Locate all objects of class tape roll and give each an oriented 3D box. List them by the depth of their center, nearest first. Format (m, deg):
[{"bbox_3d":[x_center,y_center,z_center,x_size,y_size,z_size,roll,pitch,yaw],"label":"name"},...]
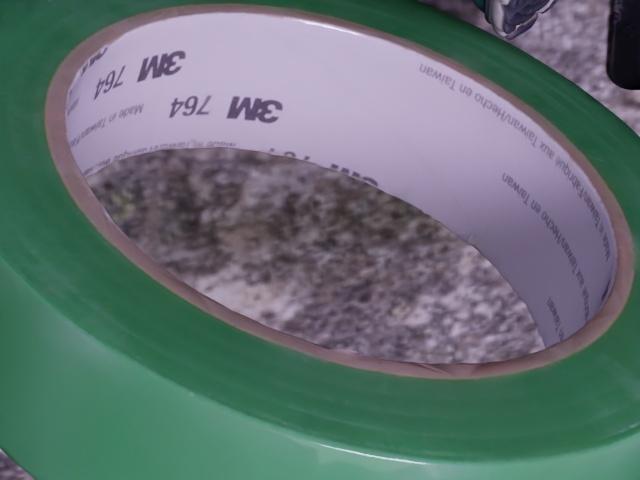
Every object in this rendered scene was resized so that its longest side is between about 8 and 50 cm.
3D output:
[{"bbox_3d":[0.000,0.000,0.711,0.321,0.321,0.077,5,127,-19],"label":"tape roll"}]

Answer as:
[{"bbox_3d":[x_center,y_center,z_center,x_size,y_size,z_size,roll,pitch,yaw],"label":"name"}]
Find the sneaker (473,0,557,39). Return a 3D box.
[{"bbox_3d":[0.071,-0.191,0.724,0.107,0.110,0.275,-47,151,-17],"label":"sneaker"}]

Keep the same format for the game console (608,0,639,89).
[{"bbox_3d":[0.212,-0.103,0.824,0.144,0.124,0.085,-1,104,3],"label":"game console"}]
